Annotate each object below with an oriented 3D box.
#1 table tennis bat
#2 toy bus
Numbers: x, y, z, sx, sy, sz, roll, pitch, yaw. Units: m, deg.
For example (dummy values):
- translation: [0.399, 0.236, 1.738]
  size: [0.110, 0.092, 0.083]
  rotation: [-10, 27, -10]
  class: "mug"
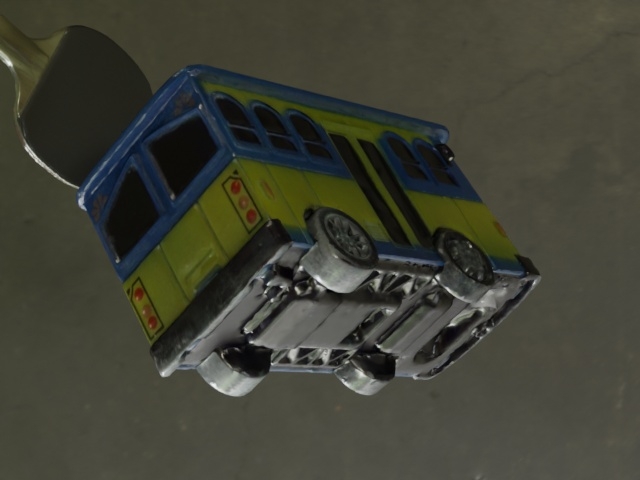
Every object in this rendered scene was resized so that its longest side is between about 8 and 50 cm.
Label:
- translation: [-0.238, -0.140, 1.312]
  size: [0.022, 0.246, 0.138]
  rotation: [8, 66, 42]
  class: "table tennis bat"
- translation: [0.000, 0.000, 0.985]
  size: [0.138, 0.287, 0.175]
  rotation: [-46, 58, 27]
  class: "toy bus"
